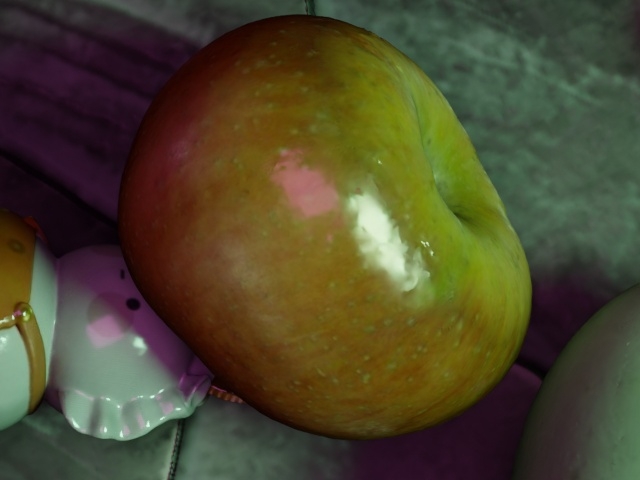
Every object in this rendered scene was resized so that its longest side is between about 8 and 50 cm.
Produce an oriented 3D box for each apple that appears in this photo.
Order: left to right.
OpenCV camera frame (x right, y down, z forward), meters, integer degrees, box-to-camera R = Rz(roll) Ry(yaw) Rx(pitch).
[{"bbox_3d":[0.000,0.000,0.973,0.173,0.210,0.235,-29,95,18],"label":"apple"}]

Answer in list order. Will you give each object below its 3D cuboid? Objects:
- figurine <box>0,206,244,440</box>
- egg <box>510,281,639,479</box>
[{"bbox_3d":[-0.157,0.054,1.019,0.271,0.143,0.143,20,84,-21],"label":"figurine"},{"bbox_3d":[0.196,0.152,0.952,0.203,0.203,0.282,8,82,2],"label":"egg"}]
